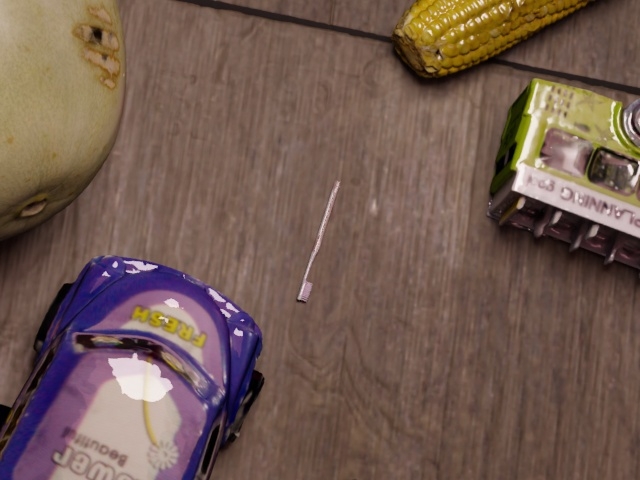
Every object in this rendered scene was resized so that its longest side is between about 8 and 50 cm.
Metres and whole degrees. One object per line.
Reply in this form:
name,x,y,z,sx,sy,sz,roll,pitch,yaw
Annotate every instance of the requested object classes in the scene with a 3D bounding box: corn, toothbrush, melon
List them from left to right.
melon,-0.278,-0.153,1.197,0.268,0.268,0.330,-30,78,-12
toothbrush,0.000,0.000,1.341,0.008,0.006,0.097,21,78,-17
corn,0.161,-0.197,1.363,0.231,0.080,0.080,-33,86,-12

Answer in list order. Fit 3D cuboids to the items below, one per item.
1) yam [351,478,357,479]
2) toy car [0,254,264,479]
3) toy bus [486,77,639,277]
yam,0.090,0.288,1.278,0.061,0.061,0.274,-35,85,-12
toy car,-0.135,0.124,1.222,0.172,0.158,0.235,24,78,-4
toy bus,0.274,-0.014,1.335,0.301,0.113,0.139,20,78,-1
